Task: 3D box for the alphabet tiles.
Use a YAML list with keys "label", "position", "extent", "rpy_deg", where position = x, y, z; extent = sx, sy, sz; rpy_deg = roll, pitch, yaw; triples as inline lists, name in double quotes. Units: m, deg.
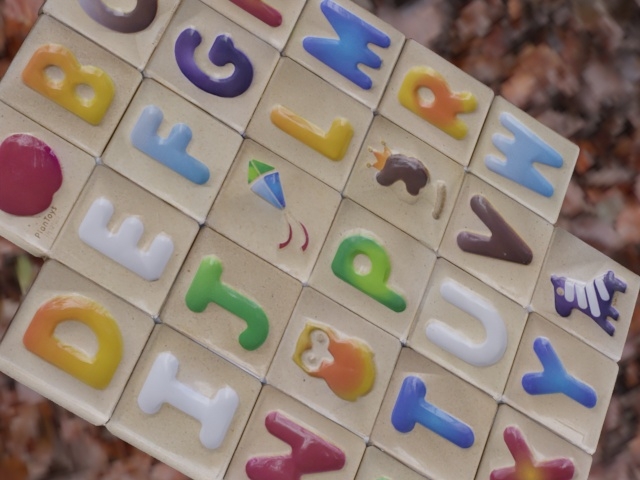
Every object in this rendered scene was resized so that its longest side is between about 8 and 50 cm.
- label: "alphabet tiles"
  position: [0.000, 0.000, 0.821]
  extent: [0.343, 0.285, 0.011]
  rpy_deg: [31, 145, -11]
